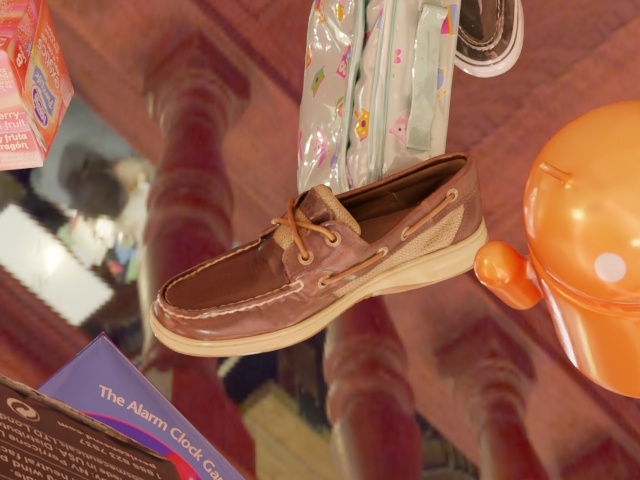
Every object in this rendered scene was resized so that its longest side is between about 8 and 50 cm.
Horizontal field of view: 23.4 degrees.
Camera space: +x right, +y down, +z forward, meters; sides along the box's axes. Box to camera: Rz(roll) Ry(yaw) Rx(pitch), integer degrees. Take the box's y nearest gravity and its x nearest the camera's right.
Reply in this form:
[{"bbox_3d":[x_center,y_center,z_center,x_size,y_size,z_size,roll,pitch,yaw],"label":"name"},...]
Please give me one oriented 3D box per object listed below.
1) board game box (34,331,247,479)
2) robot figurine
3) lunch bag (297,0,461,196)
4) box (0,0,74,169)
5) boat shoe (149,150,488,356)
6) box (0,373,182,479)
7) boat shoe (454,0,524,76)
[{"bbox_3d":[-0.092,0.250,0.921,0.347,0.233,0.078,46,128,2],"label":"board game box"},{"bbox_3d":[0.182,0.008,0.874,0.158,0.128,0.219,22,156,30],"label":"robot figurine"},{"bbox_3d":[0.057,-0.160,1.592,0.108,0.224,0.279,6,84,-18],"label":"lunch bag"},{"bbox_3d":[-0.429,-0.159,1.603,0.300,0.154,0.142,-4,127,10],"label":"box"},{"bbox_3d":[0.000,0.000,1.419,0.342,0.123,0.123,-17,127,-17],"label":"boat shoe"},{"bbox_3d":[-0.090,0.137,0.324,0.108,0.207,0.153,31,101,-30],"label":"box"},{"bbox_3d":[0.148,-0.332,1.688,0.113,0.105,0.306,-11,81,8],"label":"boat shoe"}]
